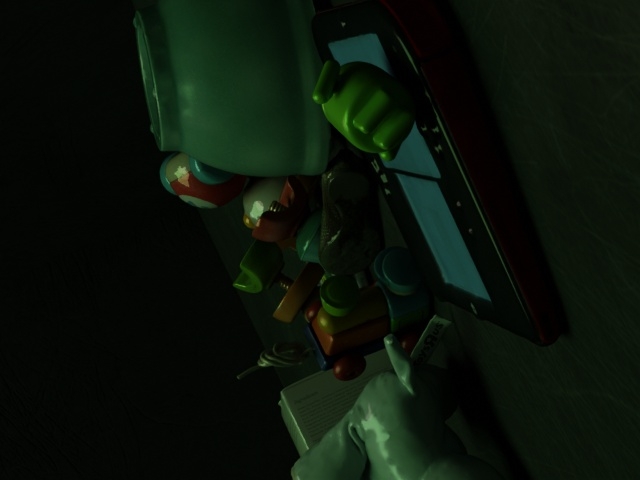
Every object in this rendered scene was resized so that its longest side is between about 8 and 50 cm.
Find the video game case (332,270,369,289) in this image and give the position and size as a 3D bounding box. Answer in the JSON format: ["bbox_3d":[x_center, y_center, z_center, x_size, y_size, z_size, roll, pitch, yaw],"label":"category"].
[{"bbox_3d":[0.048,0.073,2.301,0.157,0.019,0.143,146,109,-78],"label":"video game case"}]

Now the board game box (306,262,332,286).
[{"bbox_3d":[0.034,0.109,2.535,0.136,0.030,0.259,88,158,-62],"label":"board game box"}]

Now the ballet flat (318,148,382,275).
[{"bbox_3d":[0.033,-0.036,2.001,0.250,0.084,0.058,85,173,-56],"label":"ballet flat"}]

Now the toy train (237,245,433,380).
[{"bbox_3d":[0.015,0.095,1.864,0.143,0.248,0.105,90,157,-58],"label":"toy train"}]

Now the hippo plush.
[{"bbox_3d":[0.143,0.267,1.839,0.236,0.234,0.294,46,122,19],"label":"hippo plush"}]

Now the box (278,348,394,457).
[{"bbox_3d":[0.043,0.255,2.321,0.181,0.182,0.119,94,151,-73],"label":"box"}]

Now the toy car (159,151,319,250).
[{"bbox_3d":[-0.096,-0.074,2.375,0.238,0.210,0.219,56,161,-7],"label":"toy car"}]

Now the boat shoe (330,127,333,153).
[{"bbox_3d":[-0.027,-0.145,2.114,0.076,0.080,0.228,52,179,-34],"label":"boat shoe"}]

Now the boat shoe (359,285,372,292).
[{"bbox_3d":[0.086,0.081,2.069,0.135,0.050,0.045,33,142,59],"label":"boat shoe"}]

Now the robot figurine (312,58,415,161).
[{"bbox_3d":[0.041,-0.117,1.357,0.101,0.067,0.115,35,-173,-27],"label":"robot figurine"}]

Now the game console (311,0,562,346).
[{"bbox_3d":[0.100,-0.076,1.515,0.386,0.060,0.342,-152,40,-78],"label":"game console"}]

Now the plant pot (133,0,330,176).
[{"bbox_3d":[-0.117,-0.208,1.895,0.293,0.196,0.293,169,90,-81],"label":"plant pot"}]

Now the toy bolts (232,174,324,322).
[{"bbox_3d":[0.000,0.000,2.205,0.158,0.218,0.228,31,157,3],"label":"toy bolts"}]
